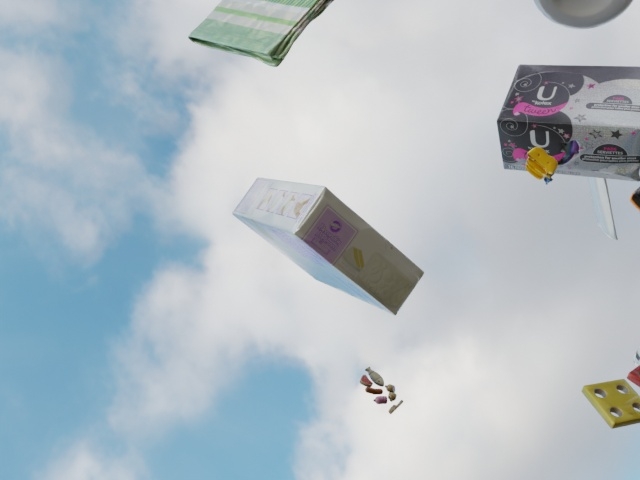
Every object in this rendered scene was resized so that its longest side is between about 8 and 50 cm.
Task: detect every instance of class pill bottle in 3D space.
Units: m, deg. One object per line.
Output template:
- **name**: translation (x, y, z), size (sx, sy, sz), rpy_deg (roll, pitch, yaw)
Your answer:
- **pill bottle**: translation (0.525, -0.581, 1.266), size (0.188, 0.188, 0.333), rpy_deg (45, -126, -33)

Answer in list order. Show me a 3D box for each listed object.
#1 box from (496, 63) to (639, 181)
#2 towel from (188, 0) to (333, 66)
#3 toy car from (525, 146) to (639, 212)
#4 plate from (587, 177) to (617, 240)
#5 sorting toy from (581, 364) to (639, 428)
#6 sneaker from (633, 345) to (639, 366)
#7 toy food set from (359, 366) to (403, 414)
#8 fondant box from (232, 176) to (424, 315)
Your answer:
- **box**: translation (0.472, -0.220, 1.218), size (0.163, 0.247, 0.142), rpy_deg (-63, -34, -29)
- **towel**: translation (-0.066, -0.464, 1.241), size (0.325, 0.248, 0.038), rpy_deg (-52, -38, -16)
- **toy car**: translation (0.212, -0.050, 0.477), size (0.122, 0.040, 0.060), rpy_deg (27, -98, 11)
- **plate**: translation (0.756, -0.155, 1.800), size (0.045, 0.277, 0.278), rpy_deg (-12, -82, 25)
- **sorting toy**: translation (0.356, 0.206, 0.560), size (0.132, 0.274, 0.046), rpy_deg (-22, -47, -35)
- **sneaker**: translation (0.616, 0.214, 0.965), size (0.282, 0.162, 0.106), rpy_deg (2, -58, -13)
- **toy food set**: translation (0.144, 0.363, 1.614), size (0.078, 0.122, 0.019), rpy_deg (-32, -27, -42)
- **fondant box**: translation (0.000, 0.000, 1.189), size (0.238, 0.330, 0.096), rpy_deg (39, -100, -24)
